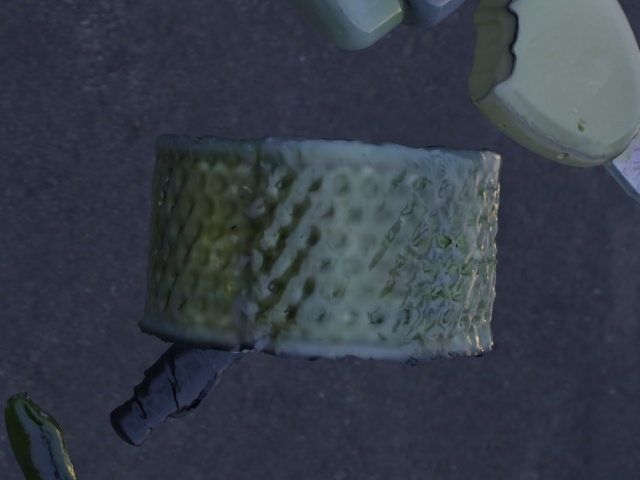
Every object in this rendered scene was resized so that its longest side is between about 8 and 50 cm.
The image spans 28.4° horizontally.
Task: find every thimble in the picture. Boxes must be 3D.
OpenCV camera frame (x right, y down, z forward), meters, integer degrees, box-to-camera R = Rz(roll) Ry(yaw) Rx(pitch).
[{"bbox_3d":[0.000,0.000,0.944,0.271,0.271,0.150,0,94,-49],"label":"thimble"}]

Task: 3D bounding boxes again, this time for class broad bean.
[{"bbox_3d":[-0.244,0.239,1.118,0.069,0.039,0.226,-3,104,-19],"label":"broad bean"}]

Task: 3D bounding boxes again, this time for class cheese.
[{"bbox_3d":[0.196,-0.082,0.879,0.255,0.050,0.127,46,75,-24],"label":"cheese"}]

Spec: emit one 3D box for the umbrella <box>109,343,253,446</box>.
[{"bbox_3d":[-0.153,0.137,1.738,0.358,0.106,0.113,-45,113,-17],"label":"umbrella"}]

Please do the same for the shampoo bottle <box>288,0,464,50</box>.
[{"bbox_3d":[0.071,-0.408,1.479,0.317,0.322,0.322,-42,131,-2],"label":"shampoo bottle"}]
